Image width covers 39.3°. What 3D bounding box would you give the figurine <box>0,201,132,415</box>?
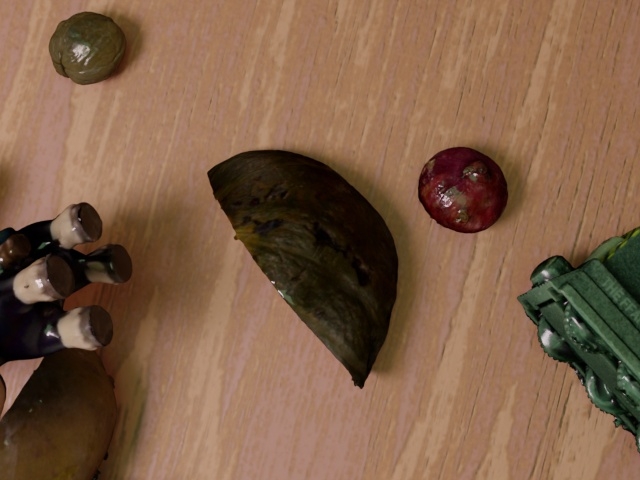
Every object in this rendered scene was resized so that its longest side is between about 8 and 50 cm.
[{"bbox_3d":[-0.391,0.077,0.926,0.412,0.241,0.306,8,63,35],"label":"figurine"}]

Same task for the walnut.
[{"bbox_3d":[-0.276,-0.229,1.064,0.092,0.092,0.092,0,85,0],"label":"walnut"}]

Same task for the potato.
[{"bbox_3d":[-0.280,0.202,0.952,0.120,0.100,0.261,27,47,-3],"label":"potato"}]

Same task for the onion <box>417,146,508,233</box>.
[{"bbox_3d":[0.167,-0.061,1.041,0.107,0.097,0.107,5,67,-11],"label":"onion"}]

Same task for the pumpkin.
[{"bbox_3d":[0.000,0.000,0.996,0.148,0.169,0.312,-40,86,0],"label":"pumpkin"}]

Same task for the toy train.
[{"bbox_3d":[0.384,0.128,1.010,0.178,0.138,0.330,-39,84,-12],"label":"toy train"}]
